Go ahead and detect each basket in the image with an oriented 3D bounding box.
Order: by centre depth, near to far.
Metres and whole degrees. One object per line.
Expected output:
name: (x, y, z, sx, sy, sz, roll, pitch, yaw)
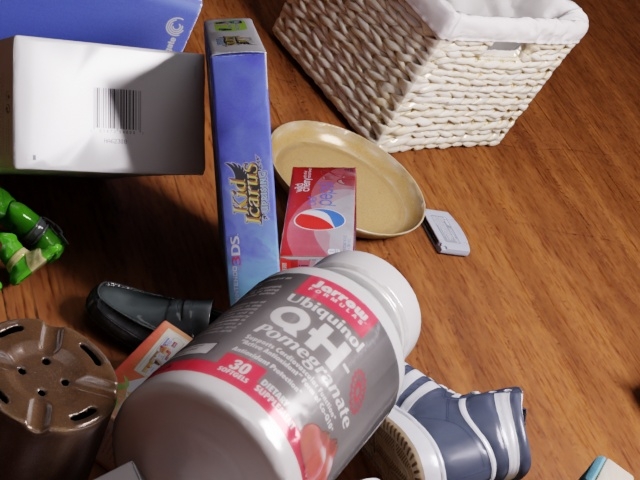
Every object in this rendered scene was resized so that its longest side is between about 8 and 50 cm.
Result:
basket: (0.163, -0.330, 1.990, 0.328, 0.266, 0.331, -7, 47, -43)

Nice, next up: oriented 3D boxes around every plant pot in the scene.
plant pot: (-0.255, 0.166, 1.086, 0.167, 0.165, 0.167, 21, 35, -15)
plant pot: (0.032, -0.078, 1.763, 0.236, 0.032, 0.236, 21, 34, -15)

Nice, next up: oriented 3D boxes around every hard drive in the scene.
hard drive: (-0.328, -0.249, 1.546, 0.318, 0.210, 0.040, 14, 35, -24)

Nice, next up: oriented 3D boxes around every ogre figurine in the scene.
ogre figurine: (-0.348, 0.000, 1.311, 0.118, 0.097, 0.197, 50, 50, -1)

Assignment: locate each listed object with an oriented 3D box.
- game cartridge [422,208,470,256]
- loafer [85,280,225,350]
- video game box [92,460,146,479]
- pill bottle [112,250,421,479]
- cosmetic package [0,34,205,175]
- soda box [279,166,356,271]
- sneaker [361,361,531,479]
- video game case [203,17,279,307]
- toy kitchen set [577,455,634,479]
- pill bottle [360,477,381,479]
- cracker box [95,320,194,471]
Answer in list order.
game cartridge: (0.174, -0.010, 1.797, 0.056, 0.017, 0.083, 5, 40, -28)
loafer: (-0.135, 0.089, 1.361, 0.223, 0.078, 0.076, 23, 33, -11)
video game box: (-0.187, 0.295, 0.982, 0.187, 0.048, 0.205, -28, 53, -6)
pill bottle: (-0.030, 0.131, 1.171, 0.176, 0.176, 0.318, 36, 36, 9)
cosmetic package: (-0.278, -0.138, 1.407, 0.224, 0.138, 0.224, 0, 0, -39)
soda box: (0.000, 0.000, 1.523, 0.083, 0.092, 0.263, 0, 25, 2)
sneaker: (0.115, 0.173, 1.355, 0.153, 0.099, 0.282, -9, 28, -17)
video game case: (-0.086, -0.092, 1.414, 0.061, 0.269, 0.244, -4, 18, -5)
toy kitchen set: (0.197, 0.281, 1.321, 0.166, 0.122, 0.207, 36, 33, 10)
pill bottle: (0.079, 0.325, 1.174, 0.117, 0.117, 0.215, -4, 46, -41)
cracker box: (-0.104, 0.197, 1.251, 0.232, 0.067, 0.156, 33, 34, 6)
